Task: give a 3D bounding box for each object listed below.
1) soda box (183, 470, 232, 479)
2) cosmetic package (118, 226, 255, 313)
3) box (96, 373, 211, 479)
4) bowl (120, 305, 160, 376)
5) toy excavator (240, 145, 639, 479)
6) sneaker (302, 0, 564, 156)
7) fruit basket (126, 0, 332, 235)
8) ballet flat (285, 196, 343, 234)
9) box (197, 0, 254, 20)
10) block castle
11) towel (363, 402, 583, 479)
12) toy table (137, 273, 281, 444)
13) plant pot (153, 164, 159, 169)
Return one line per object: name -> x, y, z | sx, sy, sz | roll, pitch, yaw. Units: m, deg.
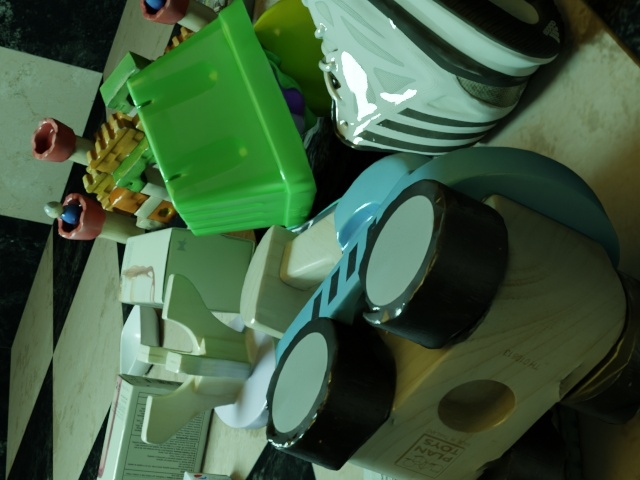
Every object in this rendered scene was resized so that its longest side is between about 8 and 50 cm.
soda box -> -0.188, 0.467, 1.441 | 0.069, 0.074, 0.216 | 22, 100, 65
cosmetic package -> -0.242, 0.058, 1.655 | 0.296, 0.153, 0.129 | 171, 108, -66
box -> -0.287, 0.358, 1.615 | 0.127, 0.149, 0.232 | 5, 83, 66
bowl -> -0.378, 0.215, 1.991 | 0.142, 0.053, 0.142 | -56, 34, 40
toy excavator -> 0.065, 0.044, 0.871 | 0.433, 0.222, 0.445 | -54, 23, 32
sneaker -> 0.005, -0.242, 0.990 | 0.169, 0.447, 0.257 | -46, -9, -43
fruit basket -> -0.043, -0.177, 1.239 | 0.392, 0.392, 0.283 | -29, 81, 59
ballet flat -> 0.000, 0.000, 1.257 | 0.203, 0.074, 0.074 | -27, 55, 55
box -> -0.204, -0.423, 1.900 | 0.231, 0.056, 0.183 | -8, 73, 64
block castle -> -0.343, -0.225, 1.730 | 0.453, 0.213, 0.303 | -44, 54, 24
towel -> 0.126, 0.150, 0.932 | 0.312, 0.056, 0.324 | -42, 42, 53
toy table -> -0.171, 0.187, 1.431 | 0.274, 0.161, 0.252 | -29, 53, 60
plant pot -> -0.289, -0.186, 1.913 | 0.237, 0.110, 0.237 | -37, 47, 54
